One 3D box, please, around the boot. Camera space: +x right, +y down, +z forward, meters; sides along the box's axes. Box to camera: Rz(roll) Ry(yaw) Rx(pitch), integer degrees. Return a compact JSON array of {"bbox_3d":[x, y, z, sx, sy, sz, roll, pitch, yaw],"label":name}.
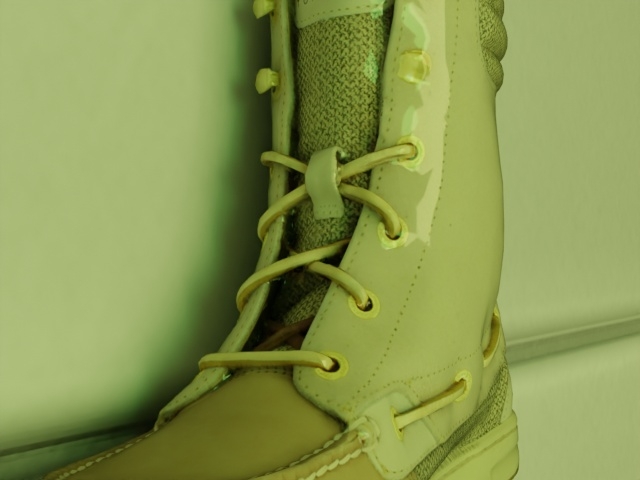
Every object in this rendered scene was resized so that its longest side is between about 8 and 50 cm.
[{"bbox_3d":[0.000,0.000,0.398,0.262,0.095,0.203,-6,97,-60],"label":"boot"}]
